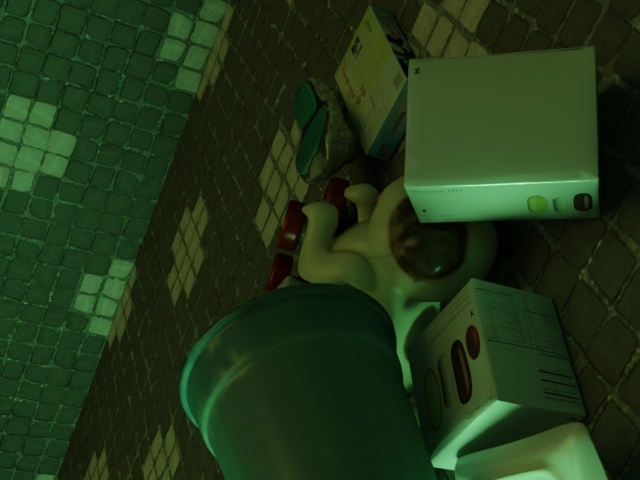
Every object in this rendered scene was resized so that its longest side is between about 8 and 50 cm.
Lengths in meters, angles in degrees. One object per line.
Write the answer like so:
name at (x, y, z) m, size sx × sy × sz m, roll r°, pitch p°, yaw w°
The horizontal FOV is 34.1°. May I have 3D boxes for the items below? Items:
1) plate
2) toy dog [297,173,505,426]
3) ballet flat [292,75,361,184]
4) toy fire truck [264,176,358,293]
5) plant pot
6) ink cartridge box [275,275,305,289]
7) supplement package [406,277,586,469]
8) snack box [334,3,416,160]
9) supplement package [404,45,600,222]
plate at (0.283, 0.390, 1.321) m, size 0.277 × 0.045 × 0.278 m, roll -37°, pitch 69°, yaw 55°
toy dog at (0.111, 0.075, 1.698) m, size 0.395 × 0.284 × 0.408 m, roll 54°, pitch 127°, yaw 26°
ballet flat at (0.024, -0.232, 2.204) m, size 0.409 × 0.147 × 0.147 m, roll -96°, pitch 29°, yaw -59°
toy fire truck at (0.000, 0.000, 2.135) m, size 0.254 × 0.169 × 0.302 m, roll -81°, pitch 6°, yaw -61°
plant pot at (0.004, 0.294, 1.460) m, size 0.341 × 0.341 × 0.334 m, roll -62°, pitch 34°, yaw 29°
ink cartridge box at (-0.090, 0.231, 1.979) m, size 0.197 × 0.114 × 0.273 m, roll -50°, pitch 14°, yaw 42°
supplement package at (0.244, 0.201, 1.503) m, size 0.194 × 0.149 × 0.203 m, roll -55°, pitch 31°, yaw 42°
snack box at (0.121, -0.332, 2.167) m, size 0.187 × 0.060 × 0.322 m, roll -61°, pitch 28°, yaw 31°
supplement package at (0.260, -0.144, 1.481) m, size 0.145 × 0.262 × 0.204 m, roll 53°, pitch -142°, yaw -65°
